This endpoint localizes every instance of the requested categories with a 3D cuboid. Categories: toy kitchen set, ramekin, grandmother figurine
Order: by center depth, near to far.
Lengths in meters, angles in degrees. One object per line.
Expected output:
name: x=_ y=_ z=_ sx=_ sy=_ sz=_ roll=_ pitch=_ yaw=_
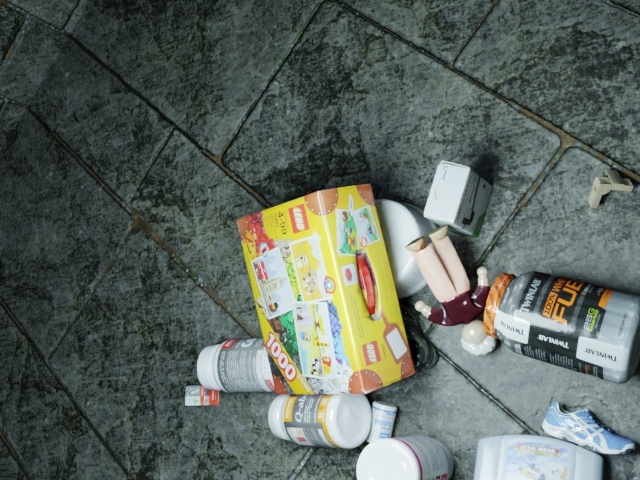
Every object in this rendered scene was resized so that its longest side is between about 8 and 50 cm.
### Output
toy kitchen set: x=0.712 y=-0.128 z=1.786 sx=0.083 sy=0.075 sz=0.068 roll=4 pitch=39 yaw=-1
grandmother figurine: x=0.340 y=0.142 z=1.842 sx=0.208 sy=0.104 sz=0.342 roll=-28 pitch=93 yaw=28
ramekin: x=0.182 y=0.018 z=1.998 sx=0.277 sy=0.135 sz=0.277 roll=-6 pitch=77 yaw=29

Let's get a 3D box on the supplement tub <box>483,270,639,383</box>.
supplement tub: x=0.573 y=0.192 z=1.696 sx=0.338 sy=0.207 sz=0.207 roll=14 pitch=87 yaw=31

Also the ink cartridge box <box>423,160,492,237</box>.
ink cartridge box: x=0.361 y=-0.103 z=1.875 sx=0.087 sy=0.208 sz=0.153 roll=16 pitch=89 yaw=31

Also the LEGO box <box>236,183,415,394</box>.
LEGO box: x=0.004 y=0.140 z=1.913 sx=0.372 sy=0.193 sz=0.500 roll=-15 pitch=87 yaw=49

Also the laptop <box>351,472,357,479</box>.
laptop: x=0.158 y=0.777 z=1.935 sx=0.234 sy=0.136 sz=0.264 roll=23 pitch=118 yaw=32

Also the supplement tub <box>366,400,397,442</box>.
supplement tub: x=0.164 y=0.494 z=1.953 sx=0.071 sy=0.071 sz=0.107 roll=10 pitch=85 yaw=31

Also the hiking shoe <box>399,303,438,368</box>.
hiking shoe: x=0.223 y=0.244 z=1.941 sx=0.086 sy=0.114 sz=0.227 roll=-47 pitch=62 yaw=13

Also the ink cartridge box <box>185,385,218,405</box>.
ink cartridge box: x=-0.376 y=0.491 z=2.290 sx=0.115 sy=0.029 sz=0.063 roll=-7 pitch=76 yaw=29

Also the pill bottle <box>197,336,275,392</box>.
pill bottle: x=-0.215 y=0.371 z=2.143 sx=0.283 sy=0.161 sz=0.161 roll=-8 pitch=77 yaw=28

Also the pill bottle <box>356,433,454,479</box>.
pill bottle: x=0.219 y=0.562 z=1.782 sx=0.160 sy=0.283 sz=0.160 roll=-6 pitch=77 yaw=29

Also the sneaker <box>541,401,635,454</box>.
sneaker: x=0.627 y=0.442 z=1.689 sx=0.211 sy=0.080 sz=0.081 roll=13 pitch=90 yaw=30

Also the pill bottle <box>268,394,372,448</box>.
pill bottle: x=-0.007 y=0.483 z=1.974 sx=0.278 sy=0.162 sz=0.162 roll=-13 pitch=73 yaw=45

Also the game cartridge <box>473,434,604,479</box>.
game cartridge: x=0.513 y=0.567 z=1.715 sx=0.297 sy=0.062 sz=0.198 roll=0 pitch=68 yaw=26
